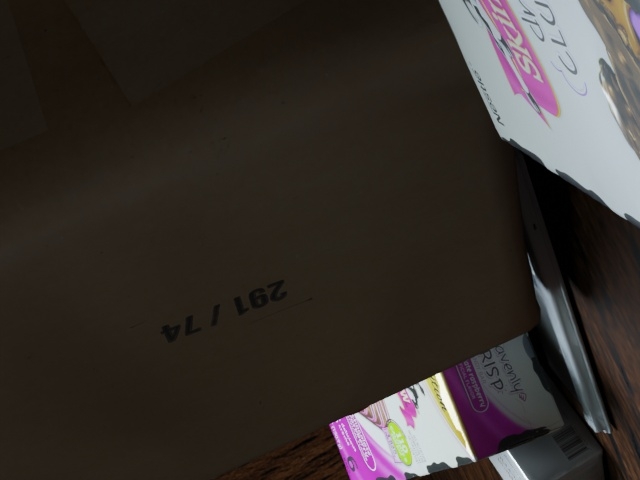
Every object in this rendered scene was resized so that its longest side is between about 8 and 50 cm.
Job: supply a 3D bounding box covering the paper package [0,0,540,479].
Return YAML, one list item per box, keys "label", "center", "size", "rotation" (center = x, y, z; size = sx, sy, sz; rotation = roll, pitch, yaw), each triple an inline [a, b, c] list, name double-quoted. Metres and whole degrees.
- label: "paper package"
  center: [-0.072, -0.015, 0.740]
  size: [0.309, 0.325, 0.168]
  rotation: [69, 175, -59]

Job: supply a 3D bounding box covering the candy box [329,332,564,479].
- label: "candy box"
  center: [0.060, 0.080, 1.037]
  size: [0.159, 0.071, 0.233]
  rotation: [68, 158, 7]

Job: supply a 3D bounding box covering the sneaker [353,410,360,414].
- label: "sneaker"
  center: [0.000, 0.000, 0.964]
  size: [0.128, 0.087, 0.221]
  rotation: [39, -139, -84]

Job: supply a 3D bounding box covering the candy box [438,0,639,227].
- label: "candy box"
  center: [0.079, -0.081, 0.363]
  size: [0.165, 0.070, 0.196]
  rotation: [61, 174, -25]

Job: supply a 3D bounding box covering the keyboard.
- label: "keyboard"
  center: [0.126, 0.019, 0.882]
  size: [0.072, 0.014, 0.256]
  rotation: [62, 178, 46]

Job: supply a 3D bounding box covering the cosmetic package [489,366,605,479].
- label: "cosmetic package"
  center: [0.120, 0.097, 1.116]
  size: [0.239, 0.060, 0.099]
  rotation: [56, 175, 34]
